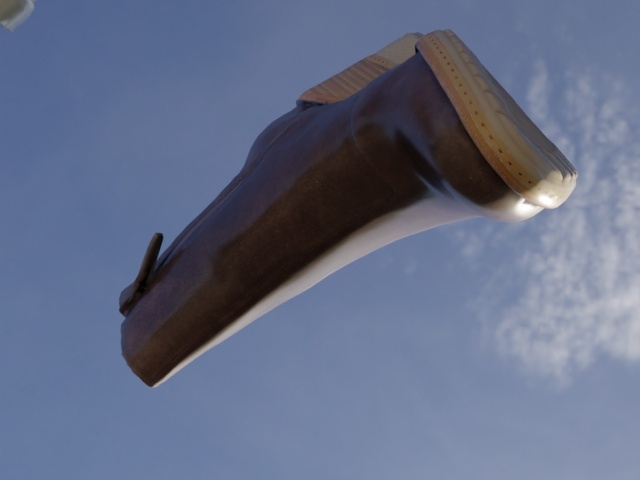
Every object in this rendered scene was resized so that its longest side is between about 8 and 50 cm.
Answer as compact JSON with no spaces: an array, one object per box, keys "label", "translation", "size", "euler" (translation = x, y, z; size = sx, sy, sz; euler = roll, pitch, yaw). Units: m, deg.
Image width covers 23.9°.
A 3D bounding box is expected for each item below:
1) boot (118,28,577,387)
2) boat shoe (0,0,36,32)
[{"label":"boot","translation":[0.000,0.000,0.681],"size":[0.207,0.248,0.090],"euler":[-43,-75,3]},{"label":"boat shoe","translation":[-0.165,-0.174,0.710],"size":[0.081,0.227,0.079],"euler":[-44,-53,6]}]
